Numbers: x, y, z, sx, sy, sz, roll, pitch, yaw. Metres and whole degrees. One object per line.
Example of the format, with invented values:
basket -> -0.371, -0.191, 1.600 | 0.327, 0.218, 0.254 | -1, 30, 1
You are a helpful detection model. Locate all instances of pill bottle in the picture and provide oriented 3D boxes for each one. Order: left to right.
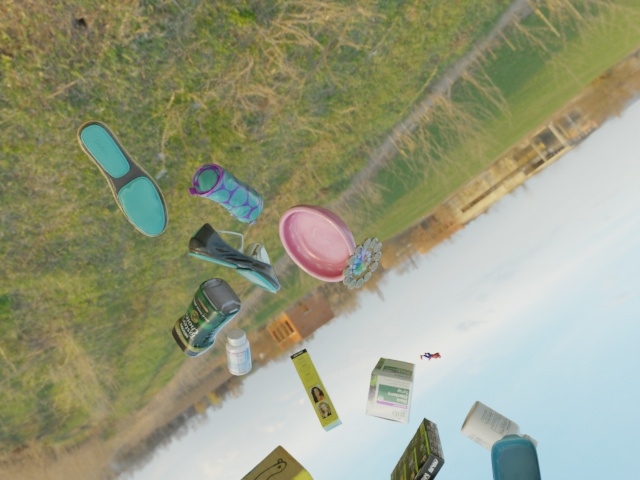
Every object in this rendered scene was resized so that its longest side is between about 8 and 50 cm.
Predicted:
pill bottle -> -0.306, 0.413, 1.907 | 0.087, 0.087, 0.160 | -28, 126, -43
pill bottle -> 0.612, 0.666, 1.760 | 0.131, 0.229, 0.131 | -52, 160, -27

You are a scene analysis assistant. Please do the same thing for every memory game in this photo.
memory game -> 0.135, 0.073, 1.629 | 0.186, 0.012, 0.186 | -31, 137, -35

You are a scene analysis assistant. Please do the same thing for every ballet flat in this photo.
ballet flat -> -0.348, -0.116, 0.928 | 0.080, 0.232, 0.073 | -29, -156, -9
ballet flat -> -0.186, 0.039, 1.233 | 0.095, 0.096, 0.280 | 6, 161, 44

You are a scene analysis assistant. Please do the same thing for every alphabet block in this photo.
alphabet block -> -0.107, 0.765, 1.510 | 0.192, 0.193, 0.197 | -38, -164, -22

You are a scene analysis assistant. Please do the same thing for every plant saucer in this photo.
plant saucer -> 0.000, 0.000, 1.904 | 0.084, 0.332, 0.332 | -46, 180, -38

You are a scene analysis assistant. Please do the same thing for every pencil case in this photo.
pencil case -> -0.164, -0.081, 0.919 | 0.070, 0.064, 0.152 | -34, 152, 10

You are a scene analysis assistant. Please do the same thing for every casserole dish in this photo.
casserole dish -> 0.483, 0.573, 1.255 | 0.114, 0.037, 0.188 | -18, -138, 27

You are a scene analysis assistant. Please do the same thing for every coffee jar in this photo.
coffee jar -> -0.253, 0.172, 1.118 | 0.079, 0.096, 0.184 | -18, 153, -52

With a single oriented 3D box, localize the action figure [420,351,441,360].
action figure -> 0.411, 0.428, 1.891 | 0.038, 0.030, 0.115 | -17, 172, -22

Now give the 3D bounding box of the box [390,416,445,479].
box -> 0.227, 0.546, 1.230 | 0.184, 0.045, 0.191 | -60, 176, 8

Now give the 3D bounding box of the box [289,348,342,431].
box -> -0.013, 0.441, 1.520 | 0.058, 0.232, 0.087 | -27, 151, -5

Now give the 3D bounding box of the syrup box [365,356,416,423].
syrup box -> 0.168, 0.341, 1.190 | 0.093, 0.096, 0.237 | 7, 176, 12
